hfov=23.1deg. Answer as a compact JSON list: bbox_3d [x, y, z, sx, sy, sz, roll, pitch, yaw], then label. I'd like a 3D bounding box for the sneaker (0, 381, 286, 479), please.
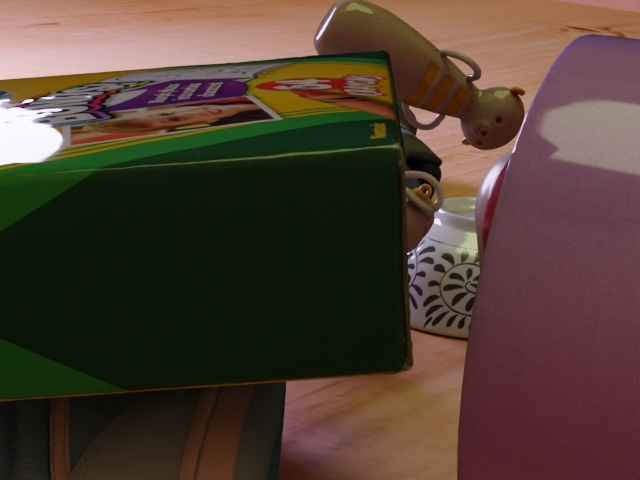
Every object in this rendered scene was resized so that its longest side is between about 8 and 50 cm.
[{"bbox_3d":[-0.122,0.082,0.830,0.208,0.127,0.319,4,14,0],"label":"sneaker"}]

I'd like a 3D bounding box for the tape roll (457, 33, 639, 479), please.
[{"bbox_3d":[0.152,0.041,0.761,0.090,0.274,0.275,9,17,22],"label":"tape roll"}]

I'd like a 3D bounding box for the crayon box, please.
[{"bbox_3d":[-0.115,-0.022,0.796,0.313,0.106,0.363,-3,12,2],"label":"crayon box"}]

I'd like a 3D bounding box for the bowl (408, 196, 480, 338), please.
[{"bbox_3d":[0.123,0.013,1.213,0.170,0.080,0.170,4,15,-1],"label":"bowl"}]

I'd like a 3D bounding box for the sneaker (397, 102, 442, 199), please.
[{"bbox_3d":[0.056,-0.071,1.494,0.121,0.111,0.300,29,18,7],"label":"sneaker"}]

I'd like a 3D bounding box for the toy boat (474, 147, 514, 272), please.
[{"bbox_3d":[0.230,-0.005,1.095,0.231,0.151,0.151,-17,19,-28],"label":"toy boat"}]

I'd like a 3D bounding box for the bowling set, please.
[{"bbox_3d":[0.000,0.000,1.073,0.154,0.287,0.200,30,47,-12],"label":"bowling set"}]
